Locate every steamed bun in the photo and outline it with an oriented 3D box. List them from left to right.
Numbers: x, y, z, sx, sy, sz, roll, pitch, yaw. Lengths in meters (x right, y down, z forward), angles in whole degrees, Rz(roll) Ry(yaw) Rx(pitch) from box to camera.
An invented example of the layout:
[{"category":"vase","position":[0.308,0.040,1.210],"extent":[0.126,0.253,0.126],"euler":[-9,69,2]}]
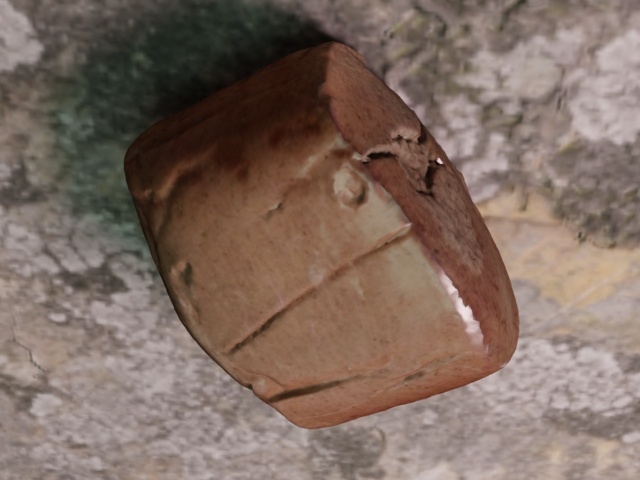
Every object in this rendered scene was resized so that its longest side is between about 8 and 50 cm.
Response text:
[{"category":"steamed bun","position":[0.000,0.000,0.571],"extent":[0.145,0.106,0.175],"euler":[-24,111,29]}]
